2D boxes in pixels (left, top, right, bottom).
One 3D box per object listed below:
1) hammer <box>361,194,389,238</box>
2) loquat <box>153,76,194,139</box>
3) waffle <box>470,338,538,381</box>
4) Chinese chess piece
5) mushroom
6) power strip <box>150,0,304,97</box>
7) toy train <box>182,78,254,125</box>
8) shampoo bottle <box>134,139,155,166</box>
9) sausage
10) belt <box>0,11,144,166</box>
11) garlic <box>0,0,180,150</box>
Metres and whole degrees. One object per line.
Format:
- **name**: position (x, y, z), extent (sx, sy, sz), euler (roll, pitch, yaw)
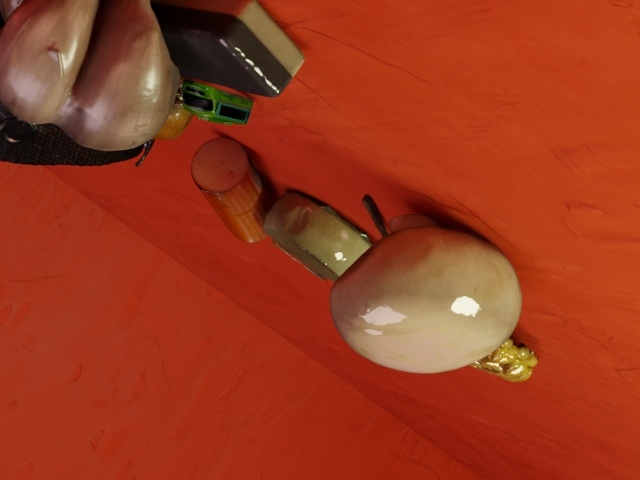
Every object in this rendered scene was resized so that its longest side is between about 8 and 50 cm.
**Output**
- **hammer**: position (0.102, 0.001, 2.005), extent (0.058, 0.029, 0.292), euler (26, 166, 25)
- **loquat**: position (-0.227, -0.195, 1.852), extent (0.137, 0.113, 0.137), euler (27, 154, 14)
- **waffle**: position (0.200, 0.143, 2.158), extent (0.329, 0.062, 0.329), euler (26, 174, 3)
- **Chinese chess piece**: position (0.000, 0.000, 2.152), extent (0.188, 0.083, 0.188), euler (34, 173, 5)
- **mushroom**: position (0.131, 0.061, 1.761), extent (0.246, 0.202, 0.246), euler (-7, 151, -4)
- **power strip**: position (-0.131, -0.229, 1.527), extent (0.256, 0.070, 0.105), euler (19, 159, 50)
- **toy train**: position (-0.131, -0.167, 1.686), extent (0.044, 0.042, 0.209), euler (16, -175, 10)
- **shampoo bottle**: position (-0.385, -0.230, 2.181), extent (0.284, 0.101, 0.101), euler (34, 170, -6)
- **sausage**: position (-0.128, -0.067, 2.189), extent (0.093, 0.093, 0.312), euler (30, 170, 17)
- **belt**: position (-0.350, -0.178, 1.719), extent (0.289, 0.164, 0.184), euler (5, -140, -25)
- **garlic**: position (-0.261, -0.228, 1.523), extent (0.210, 0.237, 0.292), euler (14, 159, -22)
